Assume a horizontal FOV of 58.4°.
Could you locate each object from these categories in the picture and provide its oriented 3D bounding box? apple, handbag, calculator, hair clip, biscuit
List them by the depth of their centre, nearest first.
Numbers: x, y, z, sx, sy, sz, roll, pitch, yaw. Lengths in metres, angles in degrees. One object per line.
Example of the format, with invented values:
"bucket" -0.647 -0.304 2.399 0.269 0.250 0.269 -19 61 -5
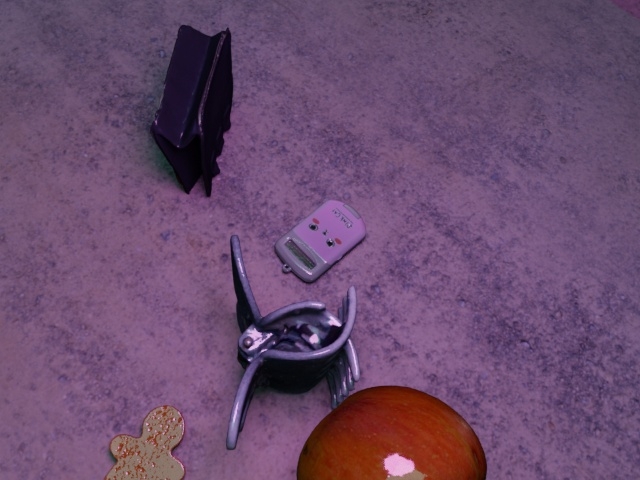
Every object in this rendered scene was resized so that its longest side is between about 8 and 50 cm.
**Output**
"apple" 0.126 0.431 1.053 0.339 0.339 0.340 3 63 -5
"hair clip" -0.062 0.224 1.141 0.238 0.318 0.392 0 61 -8
"biscuit" -0.352 0.453 1.147 0.165 0.036 0.250 22 67 4
"handbag" -0.292 -0.302 1.376 0.122 0.329 0.303 9 68 0
"calculator" 0.000 0.000 1.410 0.246 0.045 0.141 -39 73 -21
